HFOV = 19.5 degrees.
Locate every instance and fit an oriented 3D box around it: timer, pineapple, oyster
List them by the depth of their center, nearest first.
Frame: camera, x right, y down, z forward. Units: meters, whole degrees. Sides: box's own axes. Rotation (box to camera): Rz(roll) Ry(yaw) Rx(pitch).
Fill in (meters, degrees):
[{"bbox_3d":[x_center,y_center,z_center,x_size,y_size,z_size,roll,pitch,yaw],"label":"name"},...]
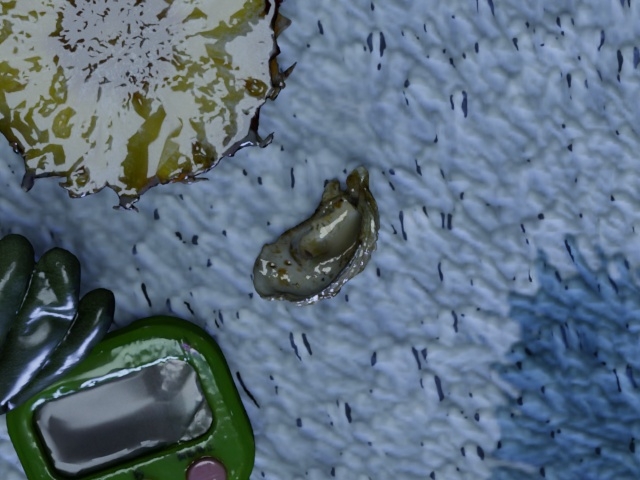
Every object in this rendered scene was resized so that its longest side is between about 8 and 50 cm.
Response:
[{"bbox_3d":[-0.122,-0.119,1.079,0.221,0.047,0.221,0,102,-1],"label":"pineapple"},{"bbox_3d":[0.000,0.000,1.126,0.083,0.038,0.080,-8,80,29],"label":"oyster"},{"bbox_3d":[-0.115,0.115,1.139,0.140,0.047,0.128,-19,106,4],"label":"timer"}]

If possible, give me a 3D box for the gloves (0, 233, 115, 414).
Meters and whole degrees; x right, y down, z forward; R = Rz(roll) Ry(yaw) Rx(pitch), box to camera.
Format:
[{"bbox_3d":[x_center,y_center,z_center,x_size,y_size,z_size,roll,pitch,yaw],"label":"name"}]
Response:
[{"bbox_3d":[-0.243,0.067,1.084,0.268,0.135,0.107,-16,106,18],"label":"gloves"}]
